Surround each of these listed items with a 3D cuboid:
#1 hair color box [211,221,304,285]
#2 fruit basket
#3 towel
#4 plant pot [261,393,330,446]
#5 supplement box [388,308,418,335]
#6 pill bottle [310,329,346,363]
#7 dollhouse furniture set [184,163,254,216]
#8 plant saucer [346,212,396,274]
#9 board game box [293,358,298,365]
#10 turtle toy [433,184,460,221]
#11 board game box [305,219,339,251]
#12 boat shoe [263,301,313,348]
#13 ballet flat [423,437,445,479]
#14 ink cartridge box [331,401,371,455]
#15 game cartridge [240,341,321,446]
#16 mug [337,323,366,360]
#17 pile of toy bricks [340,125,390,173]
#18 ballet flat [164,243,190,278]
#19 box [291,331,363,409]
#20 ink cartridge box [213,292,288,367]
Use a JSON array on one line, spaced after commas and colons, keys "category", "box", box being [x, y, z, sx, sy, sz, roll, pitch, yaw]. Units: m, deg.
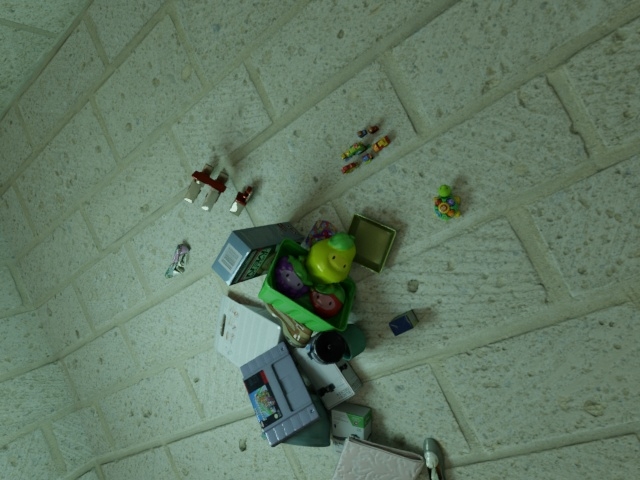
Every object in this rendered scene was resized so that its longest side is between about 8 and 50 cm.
[{"category": "hair color box", "box": [-0.239, 0.044, 1.746, 0.113, 0.374, 0.185, 43, 115, 17]}, {"category": "fruit basket", "box": [-0.007, 0.142, 1.651, 0.391, 0.283, 0.392, 11, 138, 10]}, {"category": "towel", "box": [0.216, 0.948, 1.758, 0.316, 0.053, 0.332, 17, 115, 3]}, {"category": "plant pot", "box": [-0.091, 0.748, 1.855, 0.292, 0.293, 0.196, -2, 70, 29]}, {"category": "supplement box", "box": [0.316, 0.312, 1.655, 0.083, 0.083, 0.056, -32, 82, 28]}, {"category": "pill bottle", "box": [0.023, 0.416, 1.679, 0.122, 0.219, 0.123, 2, 73, -6]}, {"category": "dollhouse furniture set", "box": [-0.435, -0.229, 1.898, 0.259, 0.262, 0.135, 28, 112, -14]}, {"category": "plant saucer", "box": [0.190, 0.008, 1.698, 0.188, 0.045, 0.189, 26, 110, 23]}, {"category": "board game box", "box": [-0.157, 0.607, 1.946, 0.026, 0.103, 0.154, 33, 111, 20]}, {"category": "turtle toy", "box": [0.438, -0.131, 1.530, 0.095, 0.066, 0.130, 0, 98, 28]}, {"category": "board game box", "box": [0.000, 0.000, 1.806, 0.133, 0.033, 0.169, 39, 113, 17]}, {"category": "boat shoe", "box": [-0.127, 0.302, 1.851, 0.120, 0.122, 0.324, -52, 57, 19]}, {"category": "ballet flat", "box": [0.442, 0.879, 1.686, 0.072, 0.068, 0.213, -13, 91, 29]}, {"category": "ink cartridge box", "box": [0.132, 0.802, 1.829, 0.153, 0.087, 0.209, 2, 100, 28]}, {"category": "game cartridge", "box": [-0.174, 0.617, 1.773, 0.230, 0.068, 0.355, -28, 55, -7]}, {"category": "mug", "box": [0.114, 0.394, 1.762, 0.158, 0.097, 0.130, 45, 146, 38]}, {"category": "pile of toy bricks", "box": [0.144, -0.343, 1.633, 0.212, 0.105, 0.118, -33, 82, 28]}, {"category": "ballet flat", "box": [-0.717, 0.120, 2.196, 0.079, 0.077, 0.222, 30, 112, 0]}, {"category": "box", "box": [0.027, 0.542, 1.846, 0.169, 0.087, 0.290, -39, 79, 28]}, {"category": "ink cartridge box", "box": [-0.326, 0.449, 2.036, 0.384, 0.091, 0.308, 23, 109, 32]}]
